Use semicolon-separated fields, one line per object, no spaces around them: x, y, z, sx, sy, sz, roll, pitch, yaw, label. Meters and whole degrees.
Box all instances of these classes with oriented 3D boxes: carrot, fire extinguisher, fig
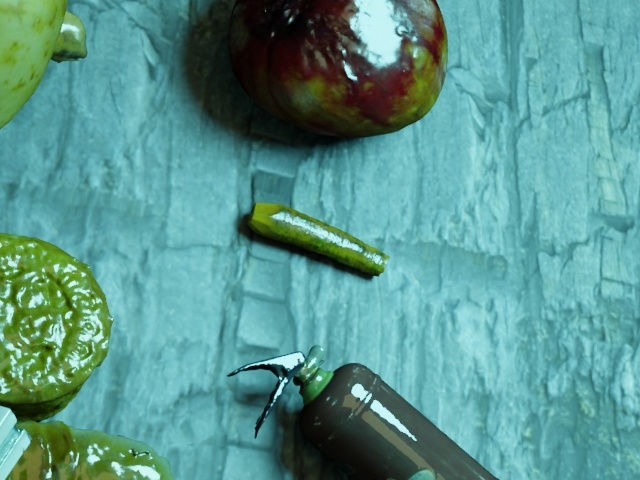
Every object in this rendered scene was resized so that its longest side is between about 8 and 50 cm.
0.000;0.000;1.445;0.171;0.042;0.042;23;63;-15;carrot
0.055;0.223;1.344;0.344;0.102;0.138;40;62;-4;fire extinguisher
0.028;-0.223;1.451;0.263;0.224;0.224;15;65;-18;fig

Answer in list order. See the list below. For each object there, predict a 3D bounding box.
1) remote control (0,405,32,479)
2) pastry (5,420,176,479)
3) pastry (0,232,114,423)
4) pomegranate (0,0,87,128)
-0.385;0.181;1.087;0.103;0.277;0.055;-62;142;-42;remote control
-0.260;0.312;1.153;0.330;0.136;0.329;8;68;-19;pastry
-0.297;0.087;1.236;0.189;0.103;0.188;12;57;-19;pastry
-0.373;-0.245;1.234;0.343;0.342;0.342;8;67;-20;pomegranate
